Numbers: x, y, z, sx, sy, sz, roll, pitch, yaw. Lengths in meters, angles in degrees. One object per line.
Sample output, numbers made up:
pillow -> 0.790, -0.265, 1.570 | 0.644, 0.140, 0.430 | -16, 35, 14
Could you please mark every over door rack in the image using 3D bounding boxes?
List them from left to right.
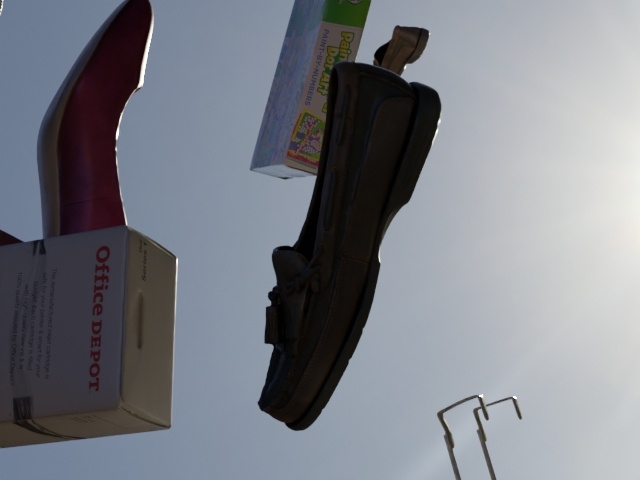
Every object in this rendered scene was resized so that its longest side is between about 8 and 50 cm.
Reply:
over door rack -> 0.181, 0.347, 1.914 | 0.239, 0.108, 0.324 | 16, -112, -73

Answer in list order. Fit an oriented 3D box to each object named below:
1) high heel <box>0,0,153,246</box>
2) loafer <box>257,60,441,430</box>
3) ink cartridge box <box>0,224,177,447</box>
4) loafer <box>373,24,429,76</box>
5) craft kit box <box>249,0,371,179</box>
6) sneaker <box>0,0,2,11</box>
high heel -> -0.203, -0.058, 1.614 | 0.377, 0.181, 0.127 | -67, 15, -16
loafer -> 0.000, 0.000, 1.167 | 0.084, 0.096, 0.267 | 23, -95, -19
ink cartridge box -> -0.235, 0.087, 1.370 | 0.092, 0.219, 0.160 | 37, -130, -59
loafer -> 0.076, -0.199, 1.713 | 0.125, 0.039, 0.045 | 143, 146, -67
craft kit box -> -0.010, -0.196, 1.906 | 0.246, 0.061, 0.250 | -175, 100, -76
sneaker -> -0.413, -0.212, 1.769 | 0.087, 0.092, 0.229 | -53, 17, 49
